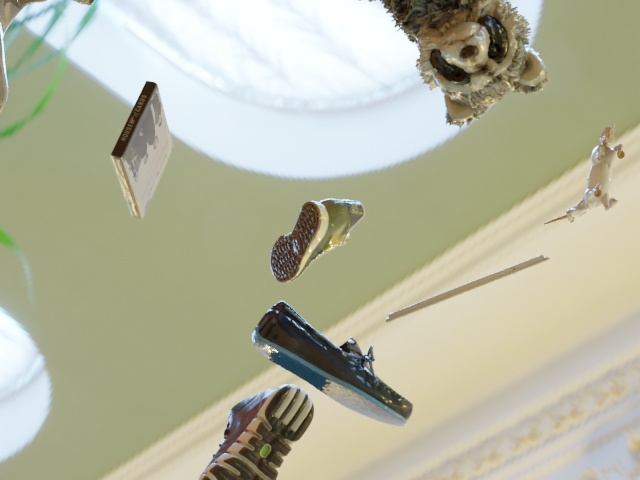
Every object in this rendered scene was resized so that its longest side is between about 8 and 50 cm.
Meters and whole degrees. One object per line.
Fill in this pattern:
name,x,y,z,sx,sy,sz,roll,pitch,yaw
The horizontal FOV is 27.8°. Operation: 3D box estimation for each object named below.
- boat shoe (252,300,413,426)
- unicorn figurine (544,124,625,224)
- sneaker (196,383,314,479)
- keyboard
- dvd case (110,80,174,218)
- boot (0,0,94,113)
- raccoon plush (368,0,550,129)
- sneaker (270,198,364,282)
boat shoe,0.030,0.172,1.859,0.089,0.258,0.109,-60,-171,-24
unicorn figurine,0.393,-0.081,1.846,0.162,0.060,0.111,-63,-177,1
sneaker,-0.130,0.347,2.046,0.281,0.106,0.162,-49,-163,-19
keyboard,0.216,0.072,1.914,0.256,0.014,0.072,-21,172,3
dvd case,-0.346,-0.175,2.541,0.238,0.030,0.179,87,21,-62
boot,-0.376,-0.313,1.637,0.118,0.223,0.338,-21,-103,47
raccoon plush,0.234,-0.374,1.944,0.216,0.299,0.446,-23,-162,34
sneaker,0.000,0.000,1.774,0.064,0.086,0.192,69,-28,20
